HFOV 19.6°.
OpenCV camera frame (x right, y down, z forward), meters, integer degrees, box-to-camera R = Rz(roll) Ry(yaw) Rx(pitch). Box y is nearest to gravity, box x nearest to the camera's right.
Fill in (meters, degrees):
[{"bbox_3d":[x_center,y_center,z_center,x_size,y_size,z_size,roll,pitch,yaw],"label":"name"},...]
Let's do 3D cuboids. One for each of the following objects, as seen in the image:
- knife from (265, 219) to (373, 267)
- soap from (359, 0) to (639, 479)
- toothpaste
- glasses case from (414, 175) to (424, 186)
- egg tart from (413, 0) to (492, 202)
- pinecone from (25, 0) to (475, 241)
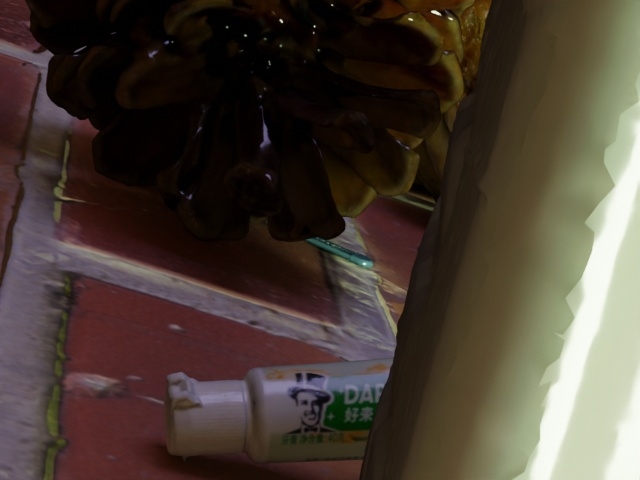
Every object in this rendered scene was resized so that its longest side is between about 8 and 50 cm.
[{"bbox_3d":[0.000,0.000,1.499,0.096,0.010,0.027,25,16,14],"label":"knife"},{"bbox_3d":[0.139,0.037,0.728,0.213,0.435,0.350,16,18,2],"label":"soap"},{"bbox_3d":[0.072,0.092,1.019,0.314,0.058,0.056,-2,28,-11],"label":"toothpaste"},{"bbox_3d":[0.144,-0.080,1.879,0.234,0.064,0.079,8,13,-37],"label":"glasses case"},{"bbox_3d":[0.170,-0.110,1.782,0.290,0.115,0.290,20,56,-33],"label":"egg tart"},{"bbox_3d":[-0.040,-0.160,1.404,0.384,0.384,0.384,19,15,-5],"label":"pinecone"}]
